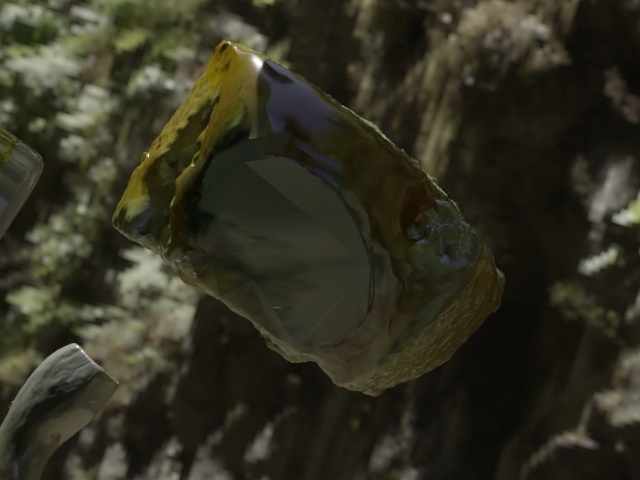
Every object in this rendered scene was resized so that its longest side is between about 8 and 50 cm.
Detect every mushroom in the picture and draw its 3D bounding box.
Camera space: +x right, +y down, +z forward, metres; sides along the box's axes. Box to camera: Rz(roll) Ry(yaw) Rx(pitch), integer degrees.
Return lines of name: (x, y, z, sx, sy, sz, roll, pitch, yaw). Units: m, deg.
mushroom: (-0.295, 0.211, 1.960, 0.092, 0.223, 0.081, 26, -24, 15)

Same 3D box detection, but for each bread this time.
bread: (0.007, 0.005, 1.822, 0.395, 0.239, 0.264, 36, 5, -8)

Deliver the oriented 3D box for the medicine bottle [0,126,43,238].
medicine bottle: (-0.466, -0.093, 1.868, 0.339, 0.208, 0.208, 36, -3, -12)
